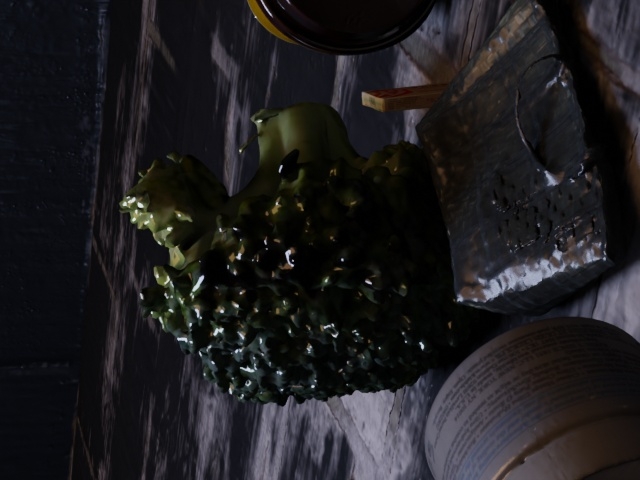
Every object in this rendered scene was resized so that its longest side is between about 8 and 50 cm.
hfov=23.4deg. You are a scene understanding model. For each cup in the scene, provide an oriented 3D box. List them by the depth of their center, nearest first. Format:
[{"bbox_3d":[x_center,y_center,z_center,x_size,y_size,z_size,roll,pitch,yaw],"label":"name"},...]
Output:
[{"bbox_3d":[0.006,-0.274,1.537,0.280,0.196,0.196,-168,78,-78],"label":"cup"}]

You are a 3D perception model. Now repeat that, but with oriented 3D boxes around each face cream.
[{"bbox_3d":[0.172,0.160,1.032,0.153,0.177,0.177,-113,29,-54],"label":"face cream"}]

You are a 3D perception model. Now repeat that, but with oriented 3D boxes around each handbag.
[{"bbox_3d":[0.164,-0.061,1.228,0.175,0.089,0.270,127,140,-49],"label":"handbag"}]

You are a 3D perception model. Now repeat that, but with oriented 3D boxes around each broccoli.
[{"bbox_3d":[0.009,0.001,1.418,0.348,0.293,0.280,41,-148,-62],"label":"broccoli"}]

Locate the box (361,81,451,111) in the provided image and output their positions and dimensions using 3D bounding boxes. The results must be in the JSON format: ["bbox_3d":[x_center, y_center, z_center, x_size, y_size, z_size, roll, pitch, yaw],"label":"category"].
[{"bbox_3d":[0.090,-0.131,1.407,0.058,0.093,0.015,-148,53,-68],"label":"box"}]
